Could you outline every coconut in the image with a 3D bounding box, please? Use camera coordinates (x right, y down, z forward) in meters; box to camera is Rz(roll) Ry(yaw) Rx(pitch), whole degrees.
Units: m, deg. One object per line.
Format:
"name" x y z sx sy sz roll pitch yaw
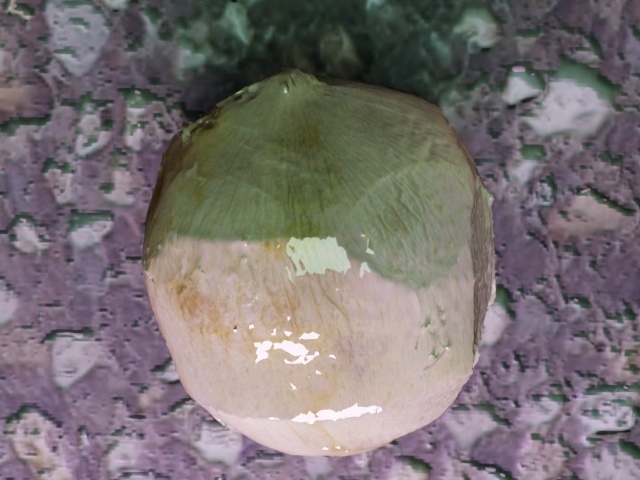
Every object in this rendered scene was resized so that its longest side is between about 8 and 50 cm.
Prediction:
"coconut" -0.001 0.001 0.899 0.194 0.194 0.194 -1 107 -4
